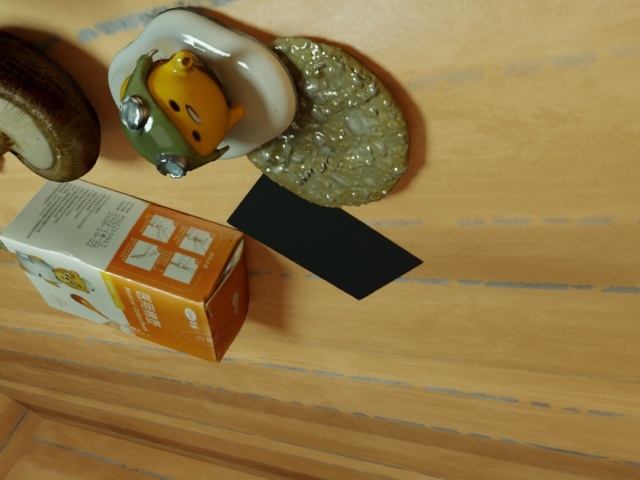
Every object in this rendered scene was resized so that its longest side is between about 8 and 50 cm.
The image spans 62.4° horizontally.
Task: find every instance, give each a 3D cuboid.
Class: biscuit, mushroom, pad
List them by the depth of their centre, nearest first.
[{"bbox_3d":[-0.007,-0.117,0.571,0.220,0.033,0.220,16,143,13],"label":"biscuit"},{"bbox_3d":[-0.372,-0.169,0.635,0.231,0.138,0.194,32,132,-33],"label":"mushroom"},{"bbox_3d":[0.000,0.000,0.747,0.245,0.006,0.170,32,145,-13],"label":"pad"}]

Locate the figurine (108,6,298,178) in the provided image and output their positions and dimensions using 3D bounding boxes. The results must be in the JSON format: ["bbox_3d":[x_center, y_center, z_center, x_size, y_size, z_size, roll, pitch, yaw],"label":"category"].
[{"bbox_3d":[-0.161,-0.120,0.532,0.250,0.141,0.166,-1,131,38],"label":"figurine"}]

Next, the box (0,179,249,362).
[{"bbox_3d":[-0.294,0.052,0.866,0.341,0.143,0.225,17,145,7],"label":"box"}]

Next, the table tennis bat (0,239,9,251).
[{"bbox_3d":[-0.723,-0.016,1.123,0.246,0.022,0.138,24,146,3],"label":"table tennis bat"}]
